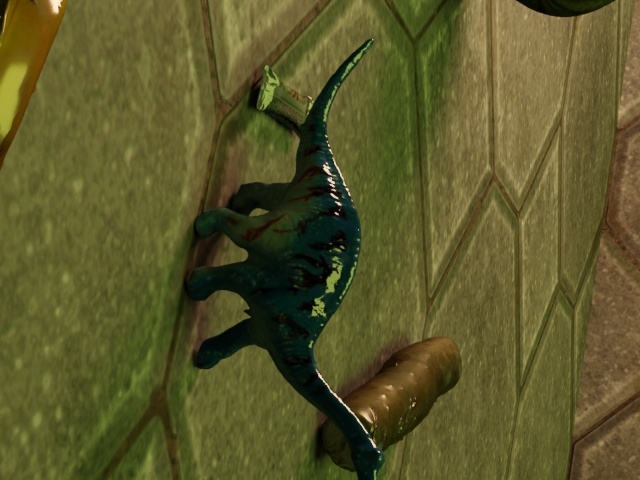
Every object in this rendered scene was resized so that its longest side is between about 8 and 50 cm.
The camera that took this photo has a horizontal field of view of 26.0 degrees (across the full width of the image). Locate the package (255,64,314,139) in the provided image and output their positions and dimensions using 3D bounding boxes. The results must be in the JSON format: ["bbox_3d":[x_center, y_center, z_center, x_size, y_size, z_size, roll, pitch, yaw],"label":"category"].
[{"bbox_3d":[-0.027,-0.106,1.075,0.110,0.015,0.037,26,71,-71],"label":"package"}]

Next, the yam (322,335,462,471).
[{"bbox_3d":[0.077,0.156,1.385,0.317,0.067,0.071,-23,131,-67],"label":"yam"}]

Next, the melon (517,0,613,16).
[{"bbox_3d":[0.278,-0.392,1.523,0.237,0.238,0.301,62,40,-58],"label":"melon"}]

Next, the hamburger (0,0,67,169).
[{"bbox_3d":[-0.162,-0.061,0.533,0.189,0.093,0.164,-57,-162,33],"label":"hamburger"}]

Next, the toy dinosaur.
[{"bbox_3d":[-0.028,0.013,0.966,0.076,0.144,0.329,48,38,-60],"label":"toy dinosaur"}]
